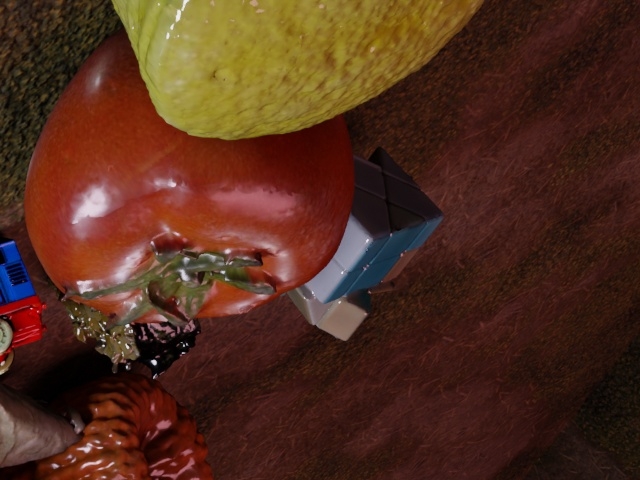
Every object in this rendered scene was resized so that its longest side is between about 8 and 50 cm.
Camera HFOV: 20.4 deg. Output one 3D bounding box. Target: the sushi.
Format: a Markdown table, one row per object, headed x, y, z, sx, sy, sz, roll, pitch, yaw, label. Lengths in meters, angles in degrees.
| x | y | z | sx | sy | sz | roll | pitch | yaw | label |
| --- | --- | --- | --- | --- | --- | --- | --- | --- | --- |
| -0.225 | 0.076 | 2.042 | 0.115 | 0.212 | 0.147 | -38 | 122 | -16 | sushi |

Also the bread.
| x | y | z | sx | sy | sz | roll | pitch | yaw | label |
| --- | --- | --- | --- | --- | --- | --- | --- | --- | --- |
| -0.045 | -0.277 | 1.525 | 0.348 | 0.308 | 0.348 | -30 | 157 | -14 | bread |

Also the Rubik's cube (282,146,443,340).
| x | y | z | sx | sy | sz | roll | pitch | yaw | label |
| --- | --- | --- | --- | --- | --- | --- | --- | --- | --- |
| 0.000 | 0.000 | 2.231 | 0.265 | 0.224 | 0.213 | -16 | 150 | -54 | Rubik's cube |

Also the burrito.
| x | y | z | sx | sy | sz | roll | pitch | yaw | label |
| --- | --- | --- | --- | --- | --- | --- | --- | --- | --- |
| -0.441 | 0.206 | 2.102 | 0.175 | 0.107 | 0.348 | -19 | 157 | 18 | burrito |

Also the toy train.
| x | y | z | sx | sy | sz | roll | pitch | yaw | label |
| --- | --- | --- | --- | --- | --- | --- | --- | --- | --- |
| -0.404 | 0.090 | 1.929 | 0.204 | 0.131 | 0.083 | -18 | 158 | -17 | toy train |

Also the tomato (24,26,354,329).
| x | y | z | sx | sy | sz | roll | pitch | yaw | label |
| --- | --- | --- | --- | --- | --- | --- | --- | --- | --- |
| -0.137 | -0.070 | 1.836 | 0.341 | 0.273 | 0.341 | -5 | 149 | -3 | tomato |

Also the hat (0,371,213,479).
| x | y | z | sx | sy | sz | roll | pitch | yaw | label |
| --- | --- | --- | --- | --- | --- | --- | --- | --- | --- |
| -0.350 | 0.341 | 2.393 | 0.400 | 0.285 | 0.285 | -14 | 168 | 27 | hat |
